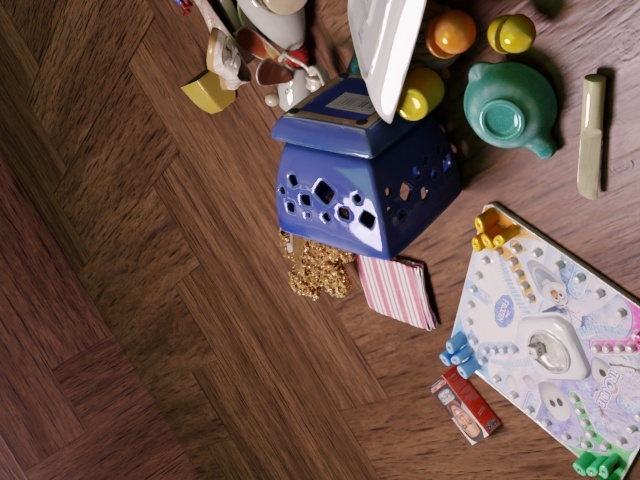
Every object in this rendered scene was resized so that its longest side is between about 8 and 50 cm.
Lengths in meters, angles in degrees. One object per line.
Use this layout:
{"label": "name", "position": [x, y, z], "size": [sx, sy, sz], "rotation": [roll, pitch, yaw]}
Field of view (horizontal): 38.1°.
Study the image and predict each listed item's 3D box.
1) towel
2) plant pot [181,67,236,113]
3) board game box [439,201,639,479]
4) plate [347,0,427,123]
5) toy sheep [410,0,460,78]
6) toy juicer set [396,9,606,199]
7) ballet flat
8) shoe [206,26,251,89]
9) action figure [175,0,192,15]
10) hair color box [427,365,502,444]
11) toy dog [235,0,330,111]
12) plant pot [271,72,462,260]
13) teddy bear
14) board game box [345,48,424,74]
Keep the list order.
{"label": "towel", "position": [0.144, 0.090, 1.807], "size": [0.197, 0.029, 0.144], "rotation": [17, 129, 52]}
{"label": "plant pot", "position": [-0.225, -0.313, 1.938], "size": [0.081, 0.081, 0.083], "rotation": [-4, 124, 56]}
{"label": "board game box", "position": [0.375, 0.185, 1.528], "size": [0.390, 0.050, 0.390], "rotation": [39, 144, 30]}
{"label": "plate", "position": [0.088, -0.357, 1.327], "size": [0.278, 0.045, 0.277], "rotation": [103, 162, -47]}
{"label": "toy sheep", "position": [0.168, -0.299, 1.374], "size": [0.091, 0.091, 0.132], "rotation": [23, 147, 45]}
{"label": "toy juicer set", "position": [0.278, -0.215, 1.298], "size": [0.329, 0.089, 0.209], "rotation": [25, 129, 9]}
{"label": "ballet flat", "position": [-0.192, -0.480, 1.732], "size": [0.106, 0.107, 0.316], "rotation": [-3, 124, 52]}
{"label": "shoe", "position": [-0.166, -0.330, 1.689], "size": [0.219, 0.058, 0.076], "rotation": [73, -158, -82]}
{"label": "action figure", "position": [-0.311, -0.523, 1.929], "size": [0.115, 0.030, 0.038], "rotation": [56, 154, 9]}
{"label": "hair color box", "position": [0.278, 0.319, 1.792], "size": [0.141, 0.043, 0.072], "rotation": [51, 148, 12]}
{"label": "toy dog", "position": [-0.100, -0.358, 1.608], "size": [0.220, 0.161, 0.334], "rotation": [-129, 24, -66]}
{"label": "plant pot", "position": [0.069, -0.134, 1.486], "size": [0.236, 0.236, 0.212], "rotation": [16, 131, 36]}
{"label": "teddy bear", "position": [0.000, 0.000, 1.863], "size": [0.338, 0.113, 0.245], "rotation": [104, 148, -53]}
{"label": "board game box", "position": [0.112, -0.297, 1.512], "size": [0.126, 0.026, 0.186], "rotation": [49, 148, 17]}
